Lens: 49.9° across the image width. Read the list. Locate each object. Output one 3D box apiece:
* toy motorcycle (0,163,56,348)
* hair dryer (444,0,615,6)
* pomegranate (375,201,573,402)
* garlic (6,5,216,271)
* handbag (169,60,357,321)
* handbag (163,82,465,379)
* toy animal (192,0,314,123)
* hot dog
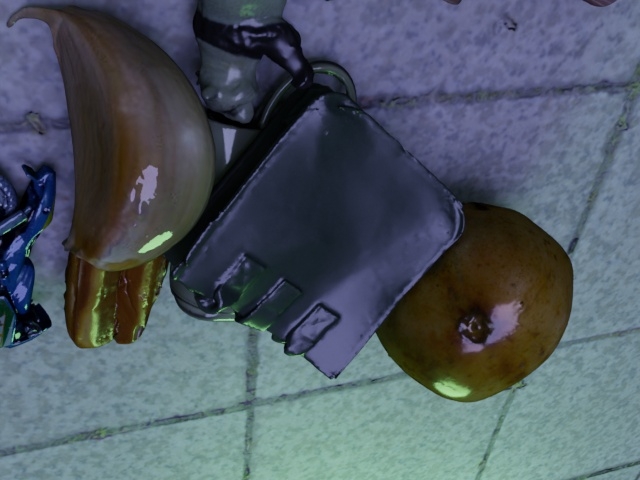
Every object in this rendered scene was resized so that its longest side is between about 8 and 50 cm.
[{"bbox_3d":[-0.342,0.037,0.721,0.135,0.092,0.255,4,117,-36],"label":"toy motorcycle"},{"bbox_3d":[0.206,-0.318,0.654,0.352,0.125,0.210,6,124,-39],"label":"hair dryer"},{"bbox_3d":[0.193,0.078,0.876,0.260,0.260,0.261,-11,131,-14],"label":"pomegranate"},{"bbox_3d":[-0.180,-0.095,0.622,0.164,0.145,0.245,-9,98,6],"label":"garlic"},{"bbox_3d":[-0.047,-0.056,0.791,0.241,0.109,0.316,5,112,-27],"label":"handbag"},{"bbox_3d":[0.000,-0.001,0.733,0.247,0.079,0.260,39,92,-31],"label":"handbag"},{"bbox_3d":[-0.056,-0.215,0.626,0.121,0.094,0.225,2,128,-21],"label":"toy animal"},{"bbox_3d":[-0.219,0.011,0.758,0.115,0.072,0.269,5,123,-25],"label":"hot dog"}]
